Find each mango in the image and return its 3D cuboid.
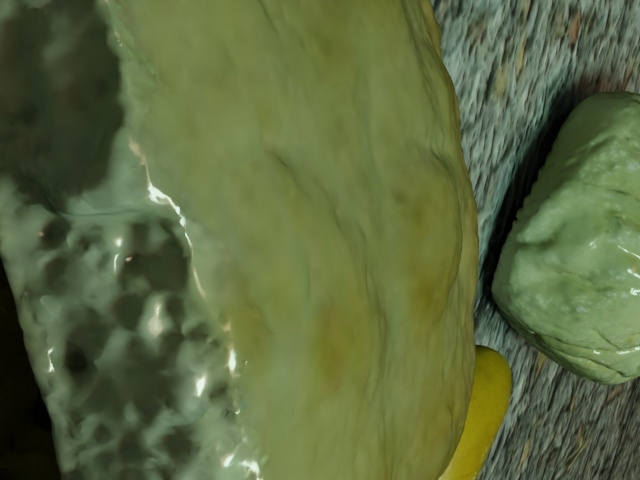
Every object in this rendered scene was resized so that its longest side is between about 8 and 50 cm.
[{"bbox_3d":[0.121,0.193,1.260,0.317,0.119,0.176,-31,144,-57],"label":"mango"}]

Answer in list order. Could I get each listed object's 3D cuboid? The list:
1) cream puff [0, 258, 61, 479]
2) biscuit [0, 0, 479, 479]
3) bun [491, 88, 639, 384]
[{"bbox_3d":[-0.172,0.165,0.579,0.324,0.257,0.291,-45,143,-28],"label":"cream puff"},{"bbox_3d":[-0.009,-0.035,0.617,0.446,0.104,0.429,-19,98,-64],"label":"biscuit"},{"bbox_3d":[0.355,0.010,1.426,0.349,0.227,0.352,-27,134,-53],"label":"bun"}]
